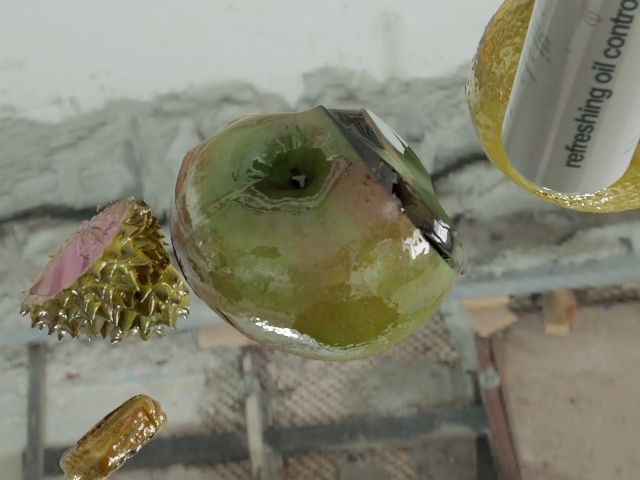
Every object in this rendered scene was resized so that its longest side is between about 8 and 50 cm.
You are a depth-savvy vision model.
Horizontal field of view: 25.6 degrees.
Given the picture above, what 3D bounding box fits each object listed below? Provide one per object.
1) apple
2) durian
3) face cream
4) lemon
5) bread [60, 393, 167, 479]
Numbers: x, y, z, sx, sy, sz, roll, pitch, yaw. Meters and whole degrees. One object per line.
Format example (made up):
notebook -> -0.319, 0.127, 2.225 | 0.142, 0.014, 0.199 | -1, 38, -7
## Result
apple -> 0.000, 0.000, 0.988 | 0.207, 0.188, 0.174 | 11, -112, 17
durian -> -0.197, 0.029, 1.279 | 0.182, 0.132, 0.165 | -3, 179, 35
face cream -> 0.175, -0.151, 0.820 | 0.092, 0.311, 0.092 | 3, -125, -4
lemon -> 0.291, -0.161, 1.445 | 0.293, 0.293, 0.293 | -2, -133, 2
bread -> -0.190, 0.185, 1.285 | 0.044, 0.083, 0.111 | 49, -126, 3
